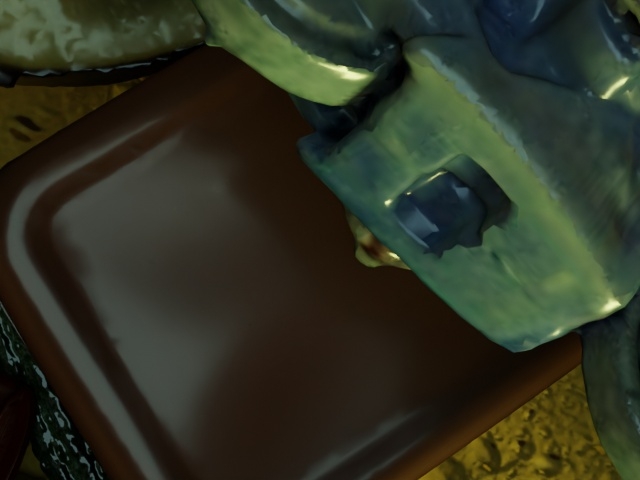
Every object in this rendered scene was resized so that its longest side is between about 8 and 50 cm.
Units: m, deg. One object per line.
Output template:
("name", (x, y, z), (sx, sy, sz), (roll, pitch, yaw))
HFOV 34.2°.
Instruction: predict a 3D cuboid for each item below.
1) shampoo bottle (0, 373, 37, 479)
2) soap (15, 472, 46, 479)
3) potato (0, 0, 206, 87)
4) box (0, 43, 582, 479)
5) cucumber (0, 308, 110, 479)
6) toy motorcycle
("shampoo bottle", (-0.313, 0.098, 0.645), (0.260, 0.064, 0.102), (15, 71, 13))
("soap", (-0.383, 0.157, 0.629), (0.338, 0.169, 0.304), (-29, 104, -2))
("potato", (-0.128, -0.191, 0.601), (0.285, 0.242, 0.243), (-36, 95, -8))
("box", (0.000, 0.000, 0.579), (0.339, 0.229, 0.239), (-32, 95, -13))
("cucumber", (-0.172, 0.091, 0.687), (0.077, 0.077, 0.265), (-26, 92, -2))
("toy motorcycle", (0.107, -0.071, 0.397), (0.241, 0.182, 0.319), (-43, 96, -13))
